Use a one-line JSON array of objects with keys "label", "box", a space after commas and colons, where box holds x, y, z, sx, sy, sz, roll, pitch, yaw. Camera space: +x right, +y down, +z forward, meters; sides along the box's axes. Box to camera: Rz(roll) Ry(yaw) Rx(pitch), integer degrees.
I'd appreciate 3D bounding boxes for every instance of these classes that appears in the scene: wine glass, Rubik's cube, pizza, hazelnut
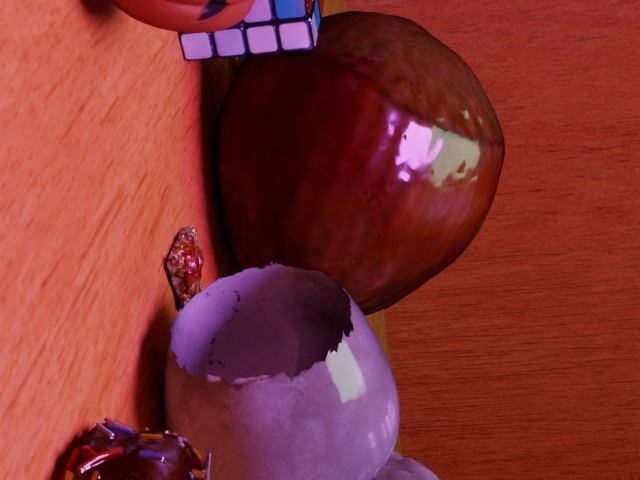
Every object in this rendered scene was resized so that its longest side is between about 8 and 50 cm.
[{"label": "wine glass", "box": [-0.034, 0.199, 1.073, 0.238, 0.238, 0.323, -83, 164, -56]}, {"label": "Rubik's cube", "box": [-0.084, -0.308, 1.253, 0.151, 0.154, 0.155, -83, 166, -53]}, {"label": "pizza", "box": [-0.132, 0.043, 1.148, 0.100, 0.029, 0.099, -72, 157, -70]}, {"label": "hazelnut", "box": [0.044, -0.084, 1.394, 0.421, 0.352, 0.421, 12, 90, -89]}]

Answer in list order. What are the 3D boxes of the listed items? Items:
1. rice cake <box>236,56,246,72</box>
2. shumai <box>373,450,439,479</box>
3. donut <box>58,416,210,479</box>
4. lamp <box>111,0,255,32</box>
[{"label": "rice cake", "box": [-0.067, -0.197, 1.653, 0.365, 0.056, 0.073, 64, 23, -73]}, {"label": "shumai", "box": [0.069, 0.404, 1.559, 0.304, 0.263, 0.309, -17, 102, -80]}, {"label": "donut", "box": [-0.126, 0.249, 0.814, 0.216, 0.096, 0.230, -52, 138, -79]}, {"label": "lamp", "box": [-0.123, -0.269, 0.931, 0.187, 0.163, 0.188, -174, -90, -76]}]
